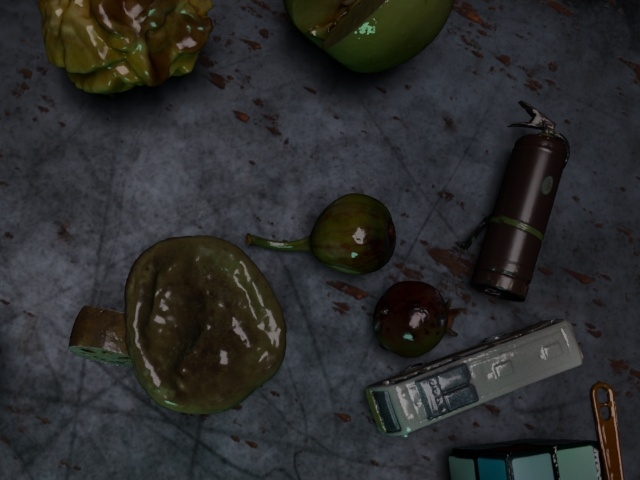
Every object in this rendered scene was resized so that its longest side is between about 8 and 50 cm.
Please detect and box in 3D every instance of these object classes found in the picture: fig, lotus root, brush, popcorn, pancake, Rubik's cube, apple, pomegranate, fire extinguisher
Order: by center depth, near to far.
[{"bbox_3d":[-0.325,0.150,1.260,0.122,0.112,0.081,14,77,-5],"label":"lotus root"},{"bbox_3d":[0.323,0.407,1.261,0.180,0.167,0.183,2,77,-24],"label":"Rubik's cube"},{"bbox_3d":[-0.178,0.124,1.276,0.294,0.049,0.294,12,65,-28],"label":"pancake"},{"bbox_3d":[-0.333,-0.357,1.314,0.332,0.225,0.265,19,64,17],"label":"popcorn"},{"bbox_3d":[0.167,0.129,1.332,0.159,0.129,0.129,-1,79,-9],"label":"pomegranate"},{"bbox_3d":[0.000,0.000,1.343,0.245,0.149,0.149,-7,79,14],"label":"fig"},{"bbox_3d":[0.077,-0.422,1.347,0.292,0.292,0.254,42,100,1],"label":"apple"},{"bbox_3d":[0.502,0.399,1.388,0.090,0.017,0.314,-3,79,-12],"label":"brush"},{"bbox_3d":[0.342,-0.073,1.406,0.141,0.105,0.341,19,80,-6],"label":"fire extinguisher"}]

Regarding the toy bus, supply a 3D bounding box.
[{"bbox_3d":[0.251,0.224,1.320,0.343,0.138,0.097,-18,85,-13],"label":"toy bus"}]
